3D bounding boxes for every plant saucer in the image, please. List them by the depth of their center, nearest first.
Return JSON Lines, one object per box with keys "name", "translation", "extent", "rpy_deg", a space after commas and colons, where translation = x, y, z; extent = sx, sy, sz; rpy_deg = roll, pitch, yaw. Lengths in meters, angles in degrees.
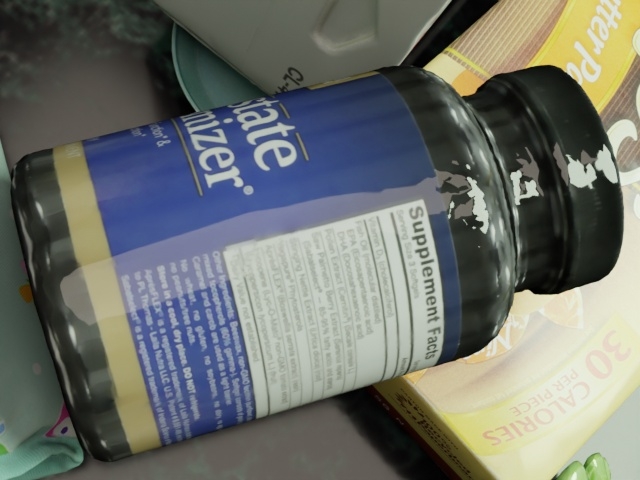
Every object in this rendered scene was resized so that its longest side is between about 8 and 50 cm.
{"name": "plant saucer", "translation": [-0.021, -0.100, 0.592], "extent": [0.119, 0.021, 0.119], "rpy_deg": [2, 78, -11]}

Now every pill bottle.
{"name": "pill bottle", "translation": [0.000, 0.000, 0.437], "extent": [0.219, 0.123, 0.123], "rpy_deg": [-15, 82, -11]}

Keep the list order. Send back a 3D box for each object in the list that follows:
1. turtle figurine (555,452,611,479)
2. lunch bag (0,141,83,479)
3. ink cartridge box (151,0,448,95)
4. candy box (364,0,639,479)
{"name": "turtle figurine", "translation": [0.176, 0.194, 0.433], "extent": [0.266, 0.275, 0.198], "rpy_deg": [38, 85, 32]}
{"name": "lunch bag", "translation": [-0.256, 0.029, 0.446], "extent": [0.262, 0.160, 0.224], "rpy_deg": [-21, 82, 21]}
{"name": "ink cartridge box", "translation": [0.069, -0.227, 0.515], "extent": [0.131, 0.226, 0.306], "rpy_deg": [38, 67, -1]}
{"name": "candy box", "translation": [0.135, -0.037, 0.574], "extent": [0.316, 0.087, 0.183], "rpy_deg": [-42, 88, -16]}
